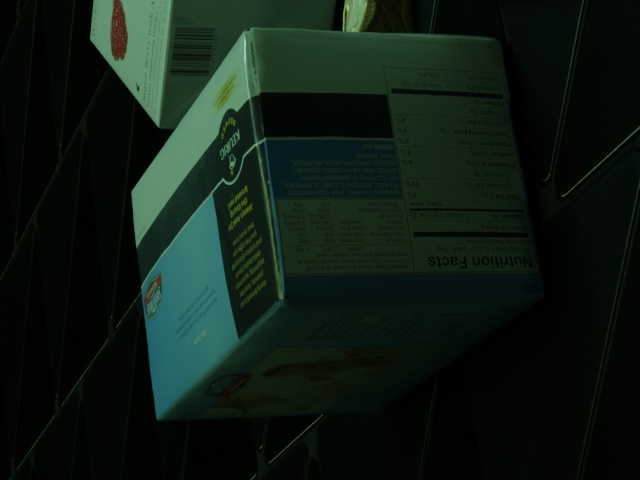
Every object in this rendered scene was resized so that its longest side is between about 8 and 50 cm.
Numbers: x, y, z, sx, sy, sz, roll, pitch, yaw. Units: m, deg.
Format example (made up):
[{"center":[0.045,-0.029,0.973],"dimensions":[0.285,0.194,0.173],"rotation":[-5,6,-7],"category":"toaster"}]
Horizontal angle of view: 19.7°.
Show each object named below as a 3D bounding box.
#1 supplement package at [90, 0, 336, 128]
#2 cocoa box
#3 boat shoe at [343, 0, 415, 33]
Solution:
[{"center":[-0.119,-0.244,1.917],"dimensions":[0.293,0.175,0.178],"rotation":[-131,45,-59],"category":"supplement package"},{"center":[0.000,0.000,1.543],"dimensions":[0.347,0.231,0.228],"rotation":[135,130,-61],"category":"cocoa box"},{"center":[0.050,-0.190,1.657],"dimensions":[0.059,0.063,0.170],"rotation":[167,112,-70],"category":"boat shoe"}]
